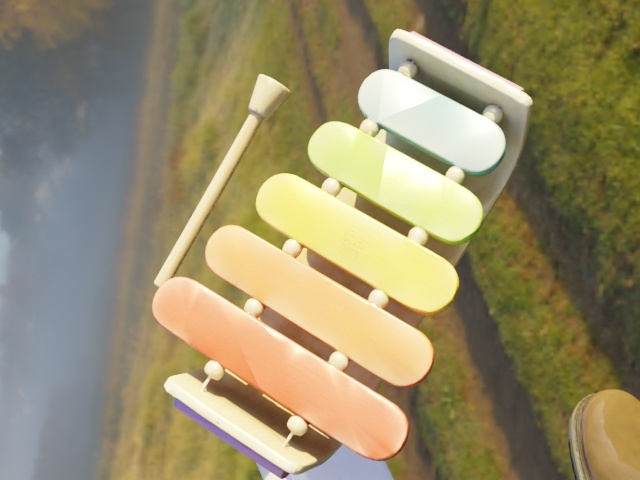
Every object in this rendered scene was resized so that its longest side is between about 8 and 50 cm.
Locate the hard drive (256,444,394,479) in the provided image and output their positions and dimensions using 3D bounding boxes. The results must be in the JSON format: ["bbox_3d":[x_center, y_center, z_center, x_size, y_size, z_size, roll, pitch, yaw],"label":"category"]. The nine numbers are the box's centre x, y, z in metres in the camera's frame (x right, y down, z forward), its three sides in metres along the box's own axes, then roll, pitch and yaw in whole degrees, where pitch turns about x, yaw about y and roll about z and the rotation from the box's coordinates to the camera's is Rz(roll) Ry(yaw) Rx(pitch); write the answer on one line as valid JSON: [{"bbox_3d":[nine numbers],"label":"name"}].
[{"bbox_3d":[0.044,0.296,1.042,0.040,0.210,0.318,-38,58,17],"label":"hard drive"}]

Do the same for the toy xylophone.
[{"bbox_3d":[0.000,0.000,0.780,0.322,0.236,0.081,-65,-18,-8],"label":"toy xylophone"}]

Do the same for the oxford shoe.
[{"bbox_3d":[0.217,0.156,0.617,0.227,0.083,0.096,-117,32,-48],"label":"oxford shoe"}]
